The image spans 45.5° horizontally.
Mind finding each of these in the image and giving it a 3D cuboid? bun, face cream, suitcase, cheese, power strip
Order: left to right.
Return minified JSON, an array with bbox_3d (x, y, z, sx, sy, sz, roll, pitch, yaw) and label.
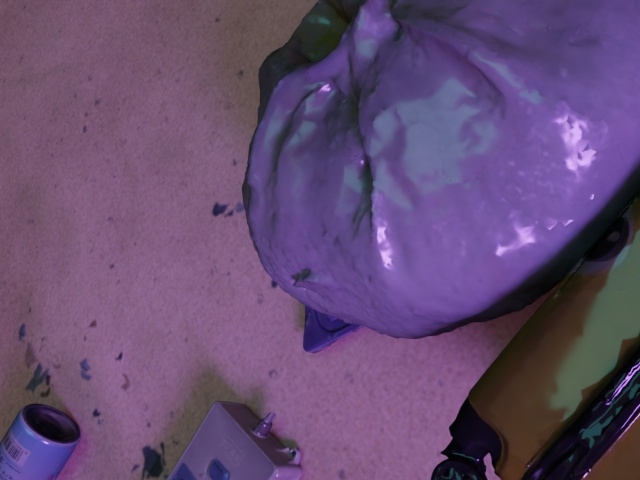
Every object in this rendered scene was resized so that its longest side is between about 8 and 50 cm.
[{"bbox_3d":[-0.356,0.294,0.853,0.075,0.075,0.229,40,101,38],"label":"face cream"},{"bbox_3d":[-0.138,0.308,0.705,0.106,0.043,0.367,36,98,38],"label":"power strip"},{"bbox_3d":[0.000,0.000,0.703,0.105,0.042,0.191,-33,61,26],"label":"cheese"},{"bbox_3d":[0.080,-0.106,0.525,0.354,0.194,0.354,-39,28,26],"label":"bun"},{"bbox_3d":[0.200,0.083,0.426,0.143,0.194,0.235,45,108,29],"label":"suitcase"}]
